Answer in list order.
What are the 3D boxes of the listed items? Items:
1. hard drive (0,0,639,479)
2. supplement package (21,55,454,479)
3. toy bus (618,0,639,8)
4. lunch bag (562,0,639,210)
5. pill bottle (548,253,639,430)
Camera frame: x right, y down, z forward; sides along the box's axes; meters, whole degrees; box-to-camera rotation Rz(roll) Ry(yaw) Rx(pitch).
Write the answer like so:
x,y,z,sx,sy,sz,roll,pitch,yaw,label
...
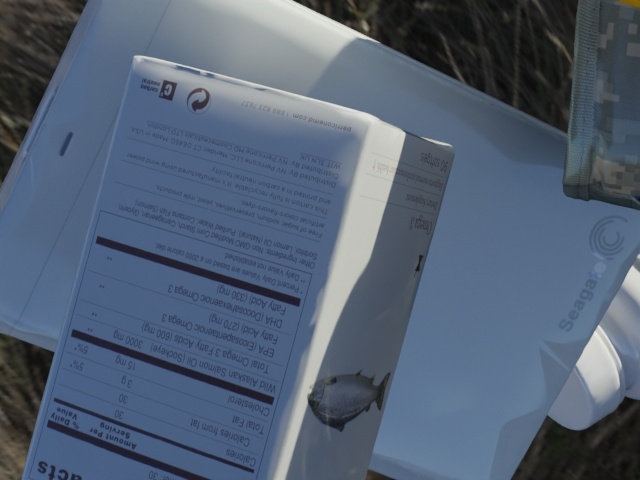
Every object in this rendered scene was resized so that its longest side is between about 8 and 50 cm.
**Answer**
x,y,z,sx,sy,sz,roll,pitch,yaw,label
0.000,0.000,0.762,0.203,0.307,0.040,-63,20,12,hard drive
-0.030,0.032,0.596,0.105,0.105,0.179,16,93,21,supplement package
0.242,-0.073,0.491,0.332,0.130,0.108,29,78,42,toy bus
0.246,-0.134,0.689,0.235,0.169,0.287,9,82,13,lunch bag
0.205,0.035,0.930,0.180,0.108,0.108,-31,63,-20,pill bottle
